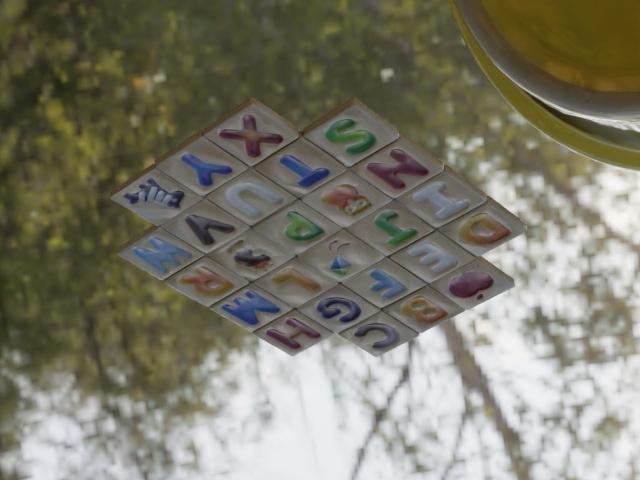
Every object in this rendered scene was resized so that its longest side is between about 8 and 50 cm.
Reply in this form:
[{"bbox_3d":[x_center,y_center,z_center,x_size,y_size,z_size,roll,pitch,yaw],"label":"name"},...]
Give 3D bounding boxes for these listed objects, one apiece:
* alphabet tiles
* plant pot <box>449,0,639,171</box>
[{"bbox_3d":[0.000,0.000,1.431,0.285,0.342,0.011,-30,-136,32],"label":"alphabet tiles"},{"bbox_3d":[0.168,-0.151,0.795,0.254,0.254,0.239,-4,-172,19],"label":"plant pot"}]
